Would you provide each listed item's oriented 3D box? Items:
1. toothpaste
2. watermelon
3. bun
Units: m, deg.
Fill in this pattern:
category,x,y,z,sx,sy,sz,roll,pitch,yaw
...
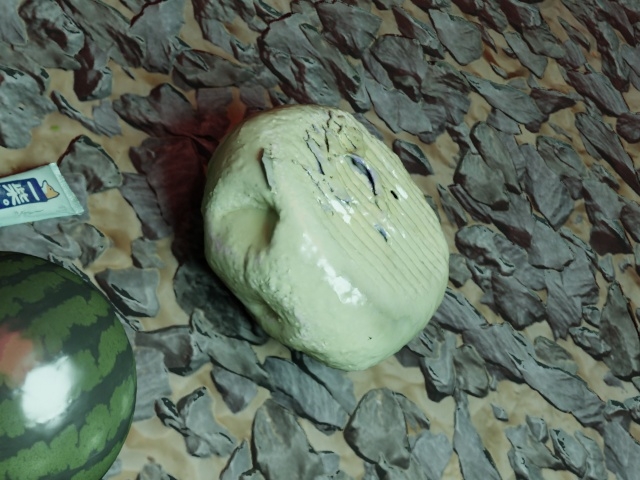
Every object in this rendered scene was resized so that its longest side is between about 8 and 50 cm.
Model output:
category,x,y,z,sx,sy,sz,roll,pitch,yaw
toothpaste,-0.294,-0.028,1.184,0.205,0.036,0.056,-17,72,-47
watermelon,-0.237,0.108,1.008,0.212,0.212,0.212,19,51,-26
bun,-0.001,-0.005,1.299,0.273,0.168,0.273,32,40,-31
